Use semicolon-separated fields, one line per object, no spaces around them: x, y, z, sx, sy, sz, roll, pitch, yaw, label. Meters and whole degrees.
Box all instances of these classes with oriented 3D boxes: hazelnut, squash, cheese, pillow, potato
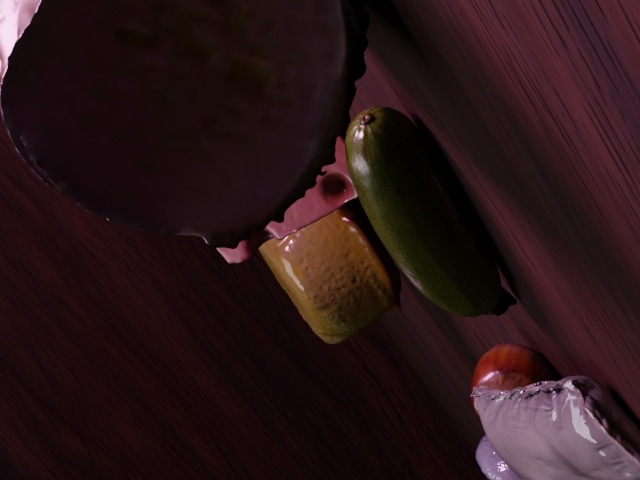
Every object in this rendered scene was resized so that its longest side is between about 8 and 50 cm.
0.172;0.130;1.275;0.086;0.086;0.086;53;178;3;hazelnut
0.079;-0.007;1.077;0.066;0.066;0.252;51;177;47;squash
-0.056;-0.063;1.578;0.128;0.177;0.203;53;179;-14;cheese
0.191;0.161;1.132;0.128;0.051;0.229;53;163;-2;pillow
-0.103;-0.156;0.879;0.229;0.229;0.266;54;-179;-32;potato

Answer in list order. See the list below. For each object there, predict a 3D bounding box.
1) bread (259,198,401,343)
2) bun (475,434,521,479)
0.000;0.000;1.873;0.270;0.148;0.270;56;175;7;bread
0.259;0.284;1.807;0.141;0.083;0.141;44;-177;-3;bun
